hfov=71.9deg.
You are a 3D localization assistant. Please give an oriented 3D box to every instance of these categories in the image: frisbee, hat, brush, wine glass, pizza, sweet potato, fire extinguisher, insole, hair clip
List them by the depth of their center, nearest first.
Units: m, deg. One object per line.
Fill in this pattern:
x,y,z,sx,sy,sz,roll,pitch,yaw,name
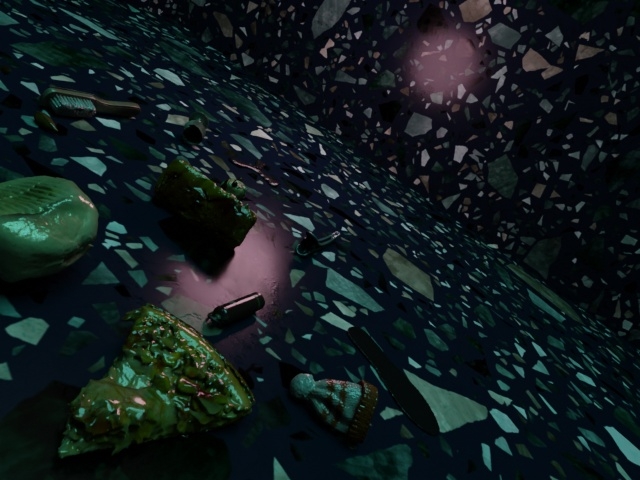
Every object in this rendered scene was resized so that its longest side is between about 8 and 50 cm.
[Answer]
-0.264,0.197,0.691,0.288,0.074,0.251,8,31,-47,pizza
0.019,0.301,0.834,0.162,0.112,0.093,21,-3,-3,hat
-0.180,0.146,0.928,0.064,0.043,0.158,10,12,27,fire extinguisher
0.172,0.328,1.065,0.109,0.007,0.322,5,35,-50,insole
-0.718,-0.311,1.149,0.095,0.034,0.034,37,23,17,sweet potato
-0.679,-0.402,1.350,0.065,0.070,0.327,56,26,7,brush
-0.273,-0.171,1.414,0.076,0.059,0.077,44,21,13,hat
0.000,0.000,1.433,0.048,0.083,0.275,34,15,15,hair clip
-0.458,-0.410,1.619,0.079,0.079,0.195,24,24,-21,wine glass
-0.250,-0.288,1.725,0.211,0.012,0.187,27,23,-11,frisbee

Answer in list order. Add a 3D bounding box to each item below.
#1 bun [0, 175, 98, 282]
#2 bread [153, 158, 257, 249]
-0.491,-0.016,0.741,0.229,0.145,0.229,-3,29,2,bun
-0.296,-0.096,1.139,0.271,0.139,0.077,37,14,5,bread
